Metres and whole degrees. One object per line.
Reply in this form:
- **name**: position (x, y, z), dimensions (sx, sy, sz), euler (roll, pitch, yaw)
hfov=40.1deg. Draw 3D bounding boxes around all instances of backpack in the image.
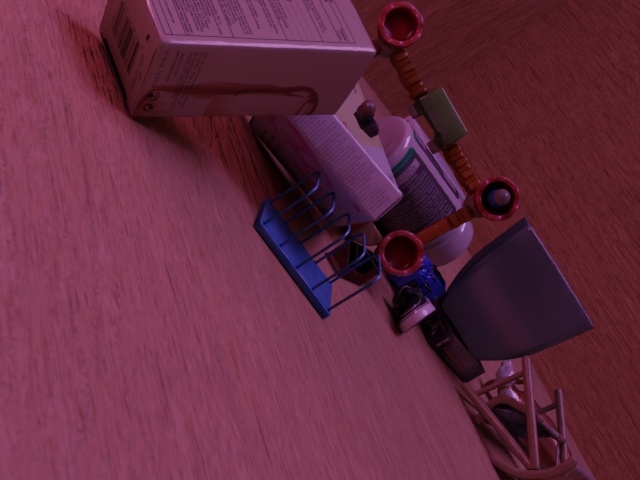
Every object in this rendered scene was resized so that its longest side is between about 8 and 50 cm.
- **backpack**: position (0.201, 0.078, 1.858), dimensions (0.120, 0.098, 0.101), euler (57, 14, -8)

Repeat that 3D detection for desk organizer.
- **desk organizer**: position (0.061, 0.039, 1.529), dimensions (0.047, 0.050, 0.130), euler (62, 13, 20)

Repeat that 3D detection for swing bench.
- **swing bench**: position (0.443, 0.414, 1.824), dimensions (0.253, 0.165, 0.254), euler (43, 24, -50)

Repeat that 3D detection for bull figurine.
- **bull figurine**: position (0.512, 0.442, 2.138), dimensions (0.310, 0.101, 0.188), euler (62, 12, 23)

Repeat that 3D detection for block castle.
- **block castle**: position (0.139, -0.184, 1.651), dimensions (0.453, 0.303, 0.213), euler (61, -7, -1)

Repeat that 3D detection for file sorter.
- **file sorter**: position (0.000, 0.000, 1.271), dimensions (0.170, 0.104, 0.118), euler (53, 12, -14)

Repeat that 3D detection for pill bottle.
- **pill bottle**: position (0.214, -0.108, 2.124), dimensions (0.361, 0.204, 0.204), euler (49, 15, -33)

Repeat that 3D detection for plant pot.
- **plant pot**: position (0.403, 0.124, 1.892), dimensions (0.247, 0.252, 0.248), euler (58, 12, 1)

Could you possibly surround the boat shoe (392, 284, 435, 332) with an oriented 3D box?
- **boat shoe**: position (0.174, 0.121, 1.706), dimensions (0.076, 0.080, 0.228), euler (52, 11, 3)

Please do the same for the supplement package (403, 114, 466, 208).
- **supplement package**: position (0.257, -0.163, 2.433), dimensions (0.263, 0.198, 0.199), euler (45, 18, -45)

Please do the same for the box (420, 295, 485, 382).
- **box**: position (0.272, 0.182, 1.970), dimensions (0.183, 0.056, 0.231), euler (47, 16, -40)

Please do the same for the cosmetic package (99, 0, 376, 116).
- **cosmetic package**: position (-0.102, -0.247, 1.087), dimensions (0.296, 0.129, 0.153), euler (-5, 58, -33)

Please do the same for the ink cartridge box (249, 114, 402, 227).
- **ink cartridge box**: position (-0.033, -0.164, 1.386), dimensions (0.330, 0.071, 0.324), euler (49, -7, -5)

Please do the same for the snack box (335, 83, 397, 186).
- **snack box**: position (0.044, -0.236, 1.872), dimensions (0.187, 0.060, 0.322), euler (1, 65, -51)
